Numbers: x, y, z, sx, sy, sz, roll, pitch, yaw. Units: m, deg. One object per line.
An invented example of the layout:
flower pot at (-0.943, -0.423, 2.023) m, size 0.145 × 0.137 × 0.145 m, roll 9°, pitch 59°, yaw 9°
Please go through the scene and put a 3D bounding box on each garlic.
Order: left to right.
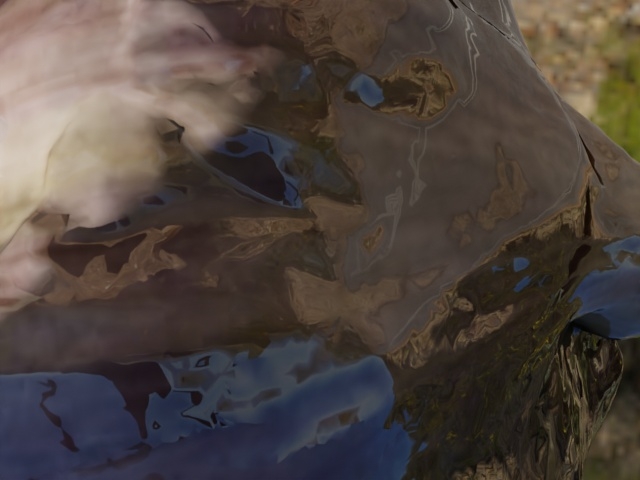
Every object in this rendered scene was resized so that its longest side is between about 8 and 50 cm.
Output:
garlic at (0.000, 0.000, 0.440) m, size 0.161 × 0.244 × 0.245 m, roll -10°, pitch 170°, yaw 20°
